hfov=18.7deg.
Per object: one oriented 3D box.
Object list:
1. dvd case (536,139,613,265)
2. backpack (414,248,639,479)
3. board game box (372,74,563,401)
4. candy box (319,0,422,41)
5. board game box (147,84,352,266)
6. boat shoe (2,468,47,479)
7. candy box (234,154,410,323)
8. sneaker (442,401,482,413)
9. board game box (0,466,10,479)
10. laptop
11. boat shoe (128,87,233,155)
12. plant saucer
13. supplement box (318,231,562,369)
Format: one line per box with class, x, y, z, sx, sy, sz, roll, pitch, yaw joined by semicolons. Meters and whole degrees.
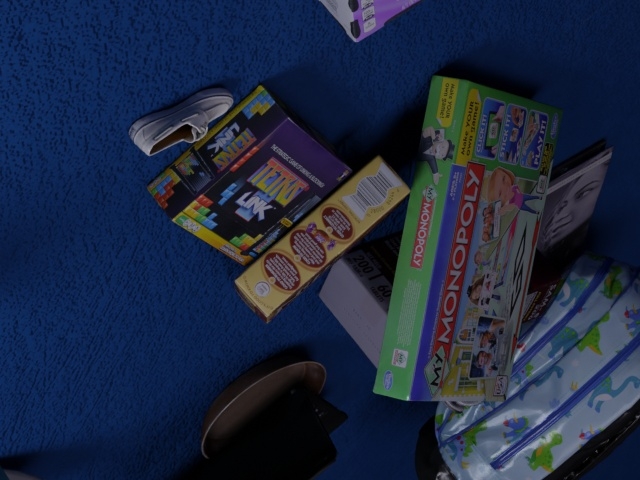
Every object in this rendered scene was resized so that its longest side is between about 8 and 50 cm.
dvd case;0.265;-0.017;2.316;0.164;0.018;0.221;-29;153;-19
backpack;0.298;0.182;2.430;0.355;0.273;0.290;-29;176;24
board game box;0.152;0.005;1.968;0.213;0.046;0.317;7;94;-58
candy box;0.069;-0.274;1.559;0.165;0.070;0.196;-33;155;-11
board game box;-0.061;-0.056;1.778;0.141;0.048;0.170;-41;155;7
boat shoe;-0.404;0.324;1.892;0.340;0.127;0.158;-4;145;-39
candy box;0.000;0.000;1.893;0.186;0.053;0.109;-43;177;-6
sneaker;0.154;0.134;2.260;0.101;0.153;0.268;-41;155;6
board game box;-0.357;0.145;1.526;0.160;0.210;0.047;-3;138;-52
laptop;-0.063;0.289;2.182;0.234;0.136;0.264;-39;155;4
boat shoe;-0.113;-0.098;1.652;0.100;0.035;0.035;-23;151;-29
plant saucer;-0.070;0.184;2.191;0.168;0.029;0.168;-30;154;-16
supplement box;0.133;0.050;2.120;0.239;0.130;0.073;-19;148;-37
